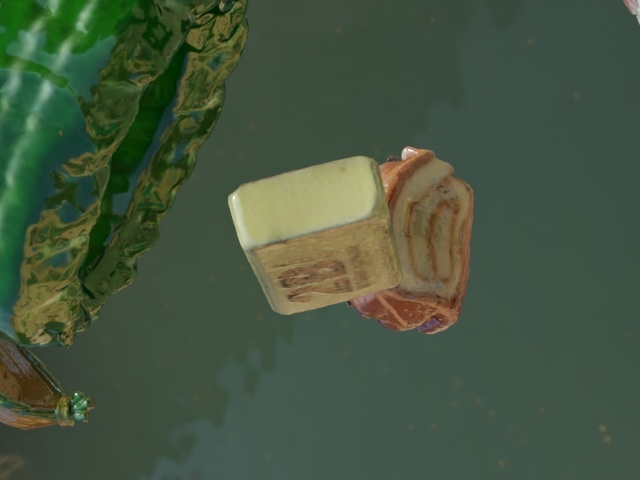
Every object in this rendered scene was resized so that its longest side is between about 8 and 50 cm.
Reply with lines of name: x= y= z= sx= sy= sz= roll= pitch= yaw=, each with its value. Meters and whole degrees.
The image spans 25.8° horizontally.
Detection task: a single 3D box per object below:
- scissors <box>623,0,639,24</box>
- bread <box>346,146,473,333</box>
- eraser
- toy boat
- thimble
scissors: x=0.313 y=-0.256 z=1.392 sx=0.242 sy=0.031 sz=0.118 roll=64 pitch=-175 yaw=4
bread: x=0.119 y=-0.006 z=1.882 sx=0.123 sy=0.190 sz=0.244 roll=-14 pitch=69 yaw=56
eraser: x=0.000 y=0.000 z=1.109 sx=0.172 sy=0.117 sz=0.058 roll=72 pitch=-174 yaw=-68
toy boat: x=-0.320 y=0.105 z=1.376 sx=0.088 sy=0.089 sz=0.229 roll=-40 pitch=96 yaw=25
thimble: x=-0.083 y=-0.038 z=0.388 sx=0.090 sy=0.118 sz=0.130 roll=25 pitch=129 yaw=4
